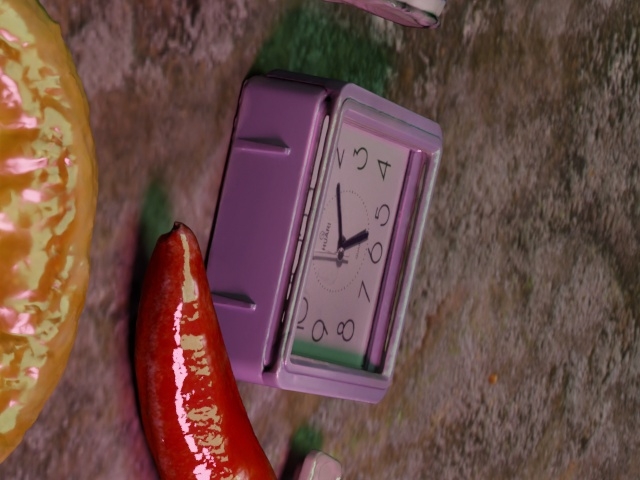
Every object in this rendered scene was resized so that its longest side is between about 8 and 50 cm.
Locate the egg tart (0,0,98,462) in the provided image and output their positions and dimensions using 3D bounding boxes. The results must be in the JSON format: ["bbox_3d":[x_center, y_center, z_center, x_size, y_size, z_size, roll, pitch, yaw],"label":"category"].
[{"bbox_3d":[-0.233,0.001,0.847,0.319,0.128,0.319,-15,110,-50],"label":"egg tart"}]

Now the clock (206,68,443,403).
[{"bbox_3d":[-0.001,0.000,1.260,0.145,0.073,0.193,16,86,-58],"label":"clock"}]

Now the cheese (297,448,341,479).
[{"bbox_3d":[-0.035,0.261,1.305,0.127,0.050,0.255,34,69,-54],"label":"cheese"}]

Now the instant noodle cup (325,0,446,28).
[{"bbox_3d":[0.016,-0.287,1.054,0.284,0.284,0.312,9,99,-58],"label":"instant noodle cup"}]

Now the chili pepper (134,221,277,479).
[{"bbox_3d":[-0.069,0.114,1.191,0.071,0.063,0.272,-27,116,-27],"label":"chili pepper"}]
